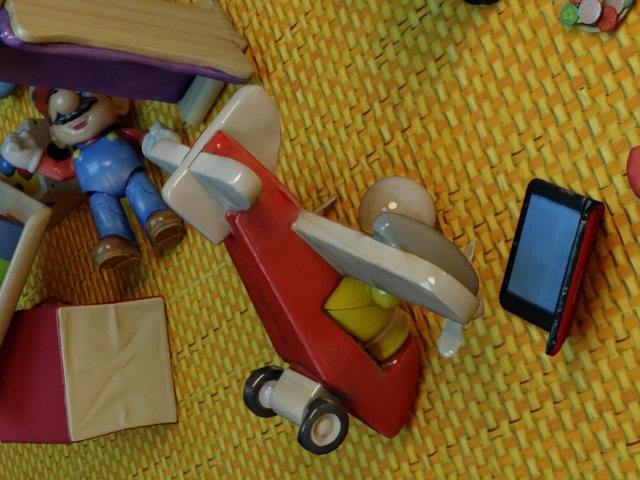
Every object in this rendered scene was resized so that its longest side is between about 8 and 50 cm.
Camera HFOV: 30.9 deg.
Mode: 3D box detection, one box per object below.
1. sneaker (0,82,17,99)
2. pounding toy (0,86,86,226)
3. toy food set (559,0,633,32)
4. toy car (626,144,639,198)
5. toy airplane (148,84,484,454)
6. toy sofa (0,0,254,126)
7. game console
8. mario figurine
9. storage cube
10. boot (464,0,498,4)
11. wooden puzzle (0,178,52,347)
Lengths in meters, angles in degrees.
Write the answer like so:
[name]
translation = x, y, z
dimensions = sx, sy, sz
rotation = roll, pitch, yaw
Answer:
[sneaker]
translation = -0.548, -0.309, 1.937
dimensions = 0.082, 0.069, 0.209
rotation = -40, 49, 3
[pounding toy]
translation = -0.435, -0.151, 1.794
dimensions = 0.181, 0.094, 0.206
rotation = -35, 68, 42
[toy food set]
translation = 0.265, -0.239, 1.110
dimensions = 0.083, 0.020, 0.083
rotation = 2, 94, 46
[toy car]
translation = 0.375, -0.106, 0.978
dimensions = 0.239, 0.053, 0.225
rotation = 30, 113, 41
[toy airplane]
translation = 0.000, 0.000, 1.223
dimensions = 0.386, 0.272, 0.384
rotation = 50, 158, 16
[toy sofa]
translation = -0.273, -0.229, 1.429
dimensions = 0.150, 0.362, 0.177
rotation = -54, 51, 33
[game console]
translation = 0.217, 0.023, 1.133
dimensions = 0.085, 0.124, 0.144
rotation = 16, 106, 17
[mario figurine]
translation = -0.319, -0.125, 1.610
dimensions = 0.321, 0.198, 0.170
rotation = 61, 145, 19
[storage cube]
translation = -0.339, 0.181, 1.647
dimensions = 0.193, 0.183, 0.215
rotation = -9, 86, 46
[boot]
translation = 0.071, -0.344, 1.174
dimensions = 0.094, 0.207, 0.247
rotation = -45, 61, 38
[wooden puzzle]
translation = -0.509, 0.070, 1.653
dimensions = 0.348, 0.080, 0.322
rotation = 22, 92, 61
